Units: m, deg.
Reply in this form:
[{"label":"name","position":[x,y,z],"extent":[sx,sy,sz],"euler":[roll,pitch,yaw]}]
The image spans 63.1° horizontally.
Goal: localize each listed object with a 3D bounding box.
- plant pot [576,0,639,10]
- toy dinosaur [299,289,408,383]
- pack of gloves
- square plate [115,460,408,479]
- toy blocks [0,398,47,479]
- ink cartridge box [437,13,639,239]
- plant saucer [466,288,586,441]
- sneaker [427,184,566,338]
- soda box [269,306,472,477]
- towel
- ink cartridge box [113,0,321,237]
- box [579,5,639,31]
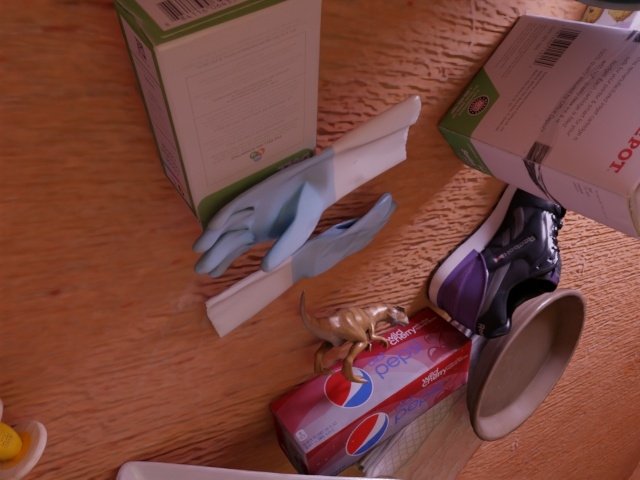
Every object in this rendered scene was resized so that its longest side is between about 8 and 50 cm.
[{"label":"plant pot","position":[0.303,-0.353,0.396],"extent":[0.255,0.271,0.272],"euler":[-38,135,-33]},{"label":"toy dinosaur","position":[0.021,0.105,0.601],"extent":[0.211,0.064,0.112],"euler":[5,95,-50]},{"label":"pack of gloves","position":[0.000,0.000,0.472],"extent":[0.232,0.046,0.195],"euler":[-32,152,-19]},{"label":"square plate","position":[-0.044,0.400,0.482],"extent":[0.347,0.344,0.049],"euler":[11,140,-14]},{"label":"toy blocks","position":[-0.295,0.146,0.367],"extent":[0.123,0.054,0.148],"euler":[-38,134,-13]},{"label":"ink cartridge box","position":[0.257,-0.121,0.519],"extent":[0.160,0.219,0.092],"euler":[-52,135,1]},{"label":"plant saucer","position":[0.324,0.193,0.827],"extent":[0.278,0.041,0.278],"euler":[-21,127,-32]},{"label":"sneaker","position":[0.280,0.008,0.686],"extent":[0.283,0.124,0.107],"euler":[-50,136,-1]},{"label":"soda box","position":[0.071,0.194,0.667],"extent":[0.263,0.083,0.092],"euler":[-26,131,-24]},{"label":"towel","position":[0.230,0.276,0.869],"extent":[0.332,0.053,0.317],"euler":[-53,136,2]},{"label":"ink cartridge box","position":[-0.062,-0.085,0.383],"extent":[0.109,0.062,0.209],"euler":[-30,151,-21]},{"label":"box","position":[0.364,-0.273,0.618],"extent":[0.063,0.067,0.324],"euler":[13,109,-41]}]
